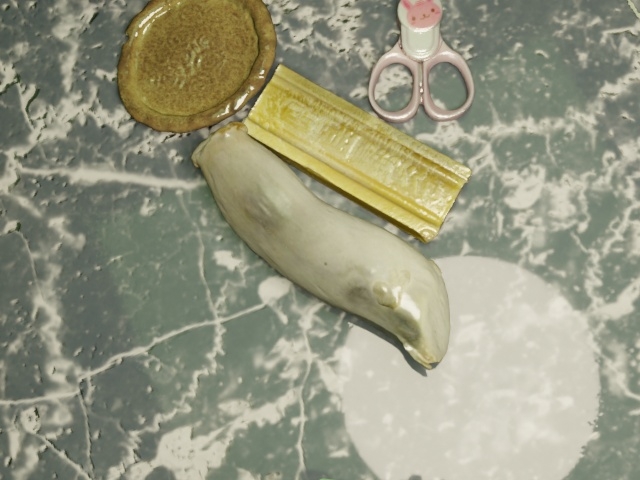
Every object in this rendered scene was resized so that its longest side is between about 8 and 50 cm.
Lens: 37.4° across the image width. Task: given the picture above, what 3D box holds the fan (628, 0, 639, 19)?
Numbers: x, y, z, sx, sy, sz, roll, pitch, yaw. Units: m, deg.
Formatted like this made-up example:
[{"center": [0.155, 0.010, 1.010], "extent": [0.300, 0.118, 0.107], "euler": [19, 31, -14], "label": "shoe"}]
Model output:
[{"center": [0.294, -0.353, 1.082], "extent": [0.182, 0.010, 0.310], "euler": [-33, 77, -2], "label": "fan"}]

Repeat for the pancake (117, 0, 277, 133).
[{"center": [-0.144, -0.212, 1.077], "extent": [0.199, 0.021, 0.199], "euler": [-4, 74, 14], "label": "pancake"}]

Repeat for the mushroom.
[{"center": [-0.002, 0.001, 0.995], "extent": [0.351, 0.097, 0.109], "euler": [37, 118, 15], "label": "mushroom"}]

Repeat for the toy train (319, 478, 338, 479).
[{"center": [0.045, 0.285, 0.841], "extent": [0.202, 0.301, 0.120], "euler": [2, 80, 15], "label": "toy train"}]

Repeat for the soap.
[{"center": [0.037, -0.096, 1.042], "extent": [0.252, 0.037, 0.092], "euler": [31, 84, 10], "label": "soap"}]

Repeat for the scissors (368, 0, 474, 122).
[{"center": [0.114, -0.252, 1.069], "extent": [0.118, 0.030, 0.242], "euler": [0, 81, 4], "label": "scissors"}]
